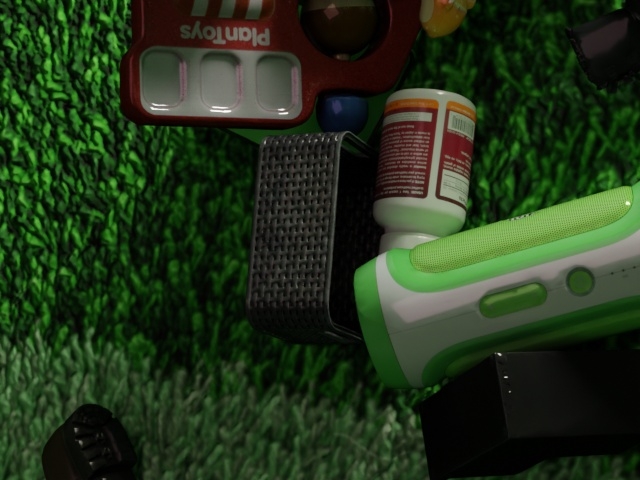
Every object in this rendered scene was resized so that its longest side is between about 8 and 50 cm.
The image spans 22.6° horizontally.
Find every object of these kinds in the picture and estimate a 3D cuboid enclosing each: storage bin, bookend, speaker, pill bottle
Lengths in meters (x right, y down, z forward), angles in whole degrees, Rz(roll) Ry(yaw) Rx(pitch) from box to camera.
[{"bbox_3d":[0.000,0.000,1.457,0.084,0.122,0.180,0,77,25],"label":"storage bin"},{"bbox_3d":[0.187,0.148,1.344,0.157,0.156,0.072,0,69,-20],"label":"bookend"},{"bbox_3d":[0.184,0.035,1.343,0.296,0.131,0.131,-16,69,12],"label":"speaker"},{"bbox_3d":[0.093,-0.055,1.452,0.086,0.086,0.152,2,75,26],"label":"pill bottle"}]

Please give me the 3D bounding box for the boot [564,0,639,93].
[{"bbox_3d":[0.264,-0.199,1.418,0.099,0.045,0.121,-27,90,15],"label":"boot"}]

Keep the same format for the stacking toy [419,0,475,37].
[{"bbox_3d":[0.154,-0.325,1.444,0.165,0.175,0.302,22,93,-12],"label":"stacking toy"}]

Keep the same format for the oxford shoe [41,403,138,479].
[{"bbox_3d":[-0.204,0.277,1.512,0.096,0.083,0.227,-38,60,32],"label":"oxford shoe"}]

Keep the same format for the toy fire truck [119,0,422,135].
[{"bbox_3d":[-0.039,-0.221,1.479,0.169,0.302,0.254,172,98,-65],"label":"toy fire truck"}]

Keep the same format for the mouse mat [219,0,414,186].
[{"bbox_3d":[-0.013,-0.151,1.576,0.189,0.007,0.153,28,88,30],"label":"mouse mat"}]
